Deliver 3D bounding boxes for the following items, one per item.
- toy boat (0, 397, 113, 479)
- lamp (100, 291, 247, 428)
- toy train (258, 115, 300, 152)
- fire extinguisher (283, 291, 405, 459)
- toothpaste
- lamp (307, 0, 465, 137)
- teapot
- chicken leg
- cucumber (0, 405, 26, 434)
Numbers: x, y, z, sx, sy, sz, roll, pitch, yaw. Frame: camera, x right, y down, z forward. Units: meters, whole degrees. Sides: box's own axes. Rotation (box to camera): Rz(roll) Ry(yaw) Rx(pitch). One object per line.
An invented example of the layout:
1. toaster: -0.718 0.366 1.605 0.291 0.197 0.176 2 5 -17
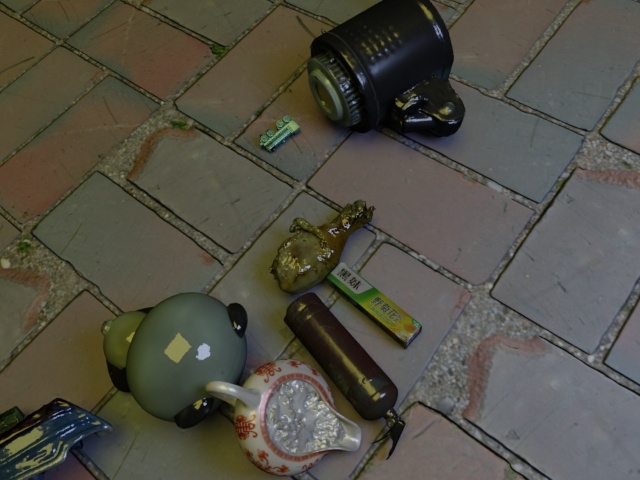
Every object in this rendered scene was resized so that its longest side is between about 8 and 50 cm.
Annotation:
1. toy boat: -0.451 0.356 0.813 0.309 0.129 0.143 -33 95 -7
2. lamp: -0.228 0.175 0.854 0.243 0.198 0.198 2 58 36
3. toy train: -0.085 -0.218 1.131 0.092 0.029 0.045 -43 79 -11
4. fire extinguisher: 0.040 0.204 0.853 0.089 0.072 0.268 -49 63 12
5. toothpaste: 0.088 0.107 0.916 0.178 0.037 0.043 39 74 25
6. lamp: 0.105 -0.353 1.072 0.272 0.205 0.374 -15 70 -5
7. teapot: -0.060 0.249 0.789 0.116 0.245 0.159 -2 67 54
8. chicken leg: 0.000 0.000 0.962 0.103 0.088 0.228 28 69 39
9. cucumber: -0.527 0.310 0.884 0.105 0.048 0.048 -26 60 -7
